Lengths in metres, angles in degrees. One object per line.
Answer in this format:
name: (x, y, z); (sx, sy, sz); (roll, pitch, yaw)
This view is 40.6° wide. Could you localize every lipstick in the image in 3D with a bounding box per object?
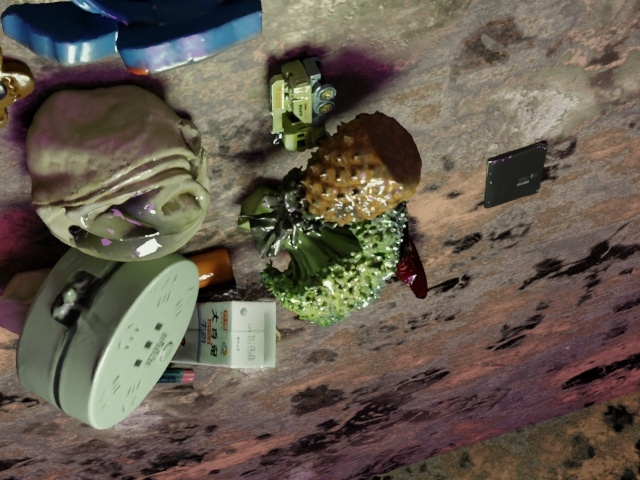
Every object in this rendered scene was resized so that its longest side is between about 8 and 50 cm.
lipstick: (-0.401, 0.322, 2.066); (0.234, 0.053, 0.053); (8, 140, -45)

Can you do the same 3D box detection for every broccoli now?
broccoli: (0.014, 0.018, 1.605); (0.302, 0.249, 0.375); (2, 149, -37)

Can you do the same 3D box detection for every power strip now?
power strip: (-0.362, 0.146, 1.502); (0.357, 0.161, 0.357); (-59, 167, -21)

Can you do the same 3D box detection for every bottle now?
bottle: (-0.268, 0.067, 1.705); (0.187, 0.069, 0.069); (-13, 149, -8)

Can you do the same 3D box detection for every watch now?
watch: (-0.220, -0.340, 0.954); (0.305, 0.241, 0.274); (-15, 133, -11)

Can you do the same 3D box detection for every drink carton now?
drink carton: (-0.206, 0.186, 1.733); (0.107, 0.130, 0.315); (2, 175, -32)

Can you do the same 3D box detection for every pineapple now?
pineapple: (-0.001, -0.073, 1.425); (0.340, 0.169, 0.169); (-31, 149, 35)

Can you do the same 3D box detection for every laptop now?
laptop: (0.406, -0.133, 1.809); (0.129, 0.016, 0.180); (-18, 148, -3)

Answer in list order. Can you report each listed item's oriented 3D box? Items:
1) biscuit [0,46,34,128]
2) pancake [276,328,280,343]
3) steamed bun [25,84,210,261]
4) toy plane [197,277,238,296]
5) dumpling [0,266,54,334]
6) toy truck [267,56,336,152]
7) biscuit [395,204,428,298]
biscuit: (-0.512, -0.192, 1.181); (0.236, 0.039, 0.180); (-25, 150, 14)
pancake: (-0.165, 0.238, 2.077); (0.152, 0.025, 0.151); (-13, 148, -9)
steamed bun: (-0.292, -0.080, 1.321); (0.275, 0.206, 0.320); (-39, 148, 26)
toy plane: (-0.247, 0.096, 1.779); (0.197, 0.053, 0.078); (-4, 155, -32)
dumpling: (-0.507, 0.117, 1.591); (0.250, 0.132, 0.162); (-11, 147, -50)
toy truck: (-0.037, -0.212, 1.373); (0.100, 0.077, 0.169); (-15, 151, -12)
biscuit: (0.171, 0.017, 1.787); (0.063, 0.151, 0.235); (-17, 152, 4)
